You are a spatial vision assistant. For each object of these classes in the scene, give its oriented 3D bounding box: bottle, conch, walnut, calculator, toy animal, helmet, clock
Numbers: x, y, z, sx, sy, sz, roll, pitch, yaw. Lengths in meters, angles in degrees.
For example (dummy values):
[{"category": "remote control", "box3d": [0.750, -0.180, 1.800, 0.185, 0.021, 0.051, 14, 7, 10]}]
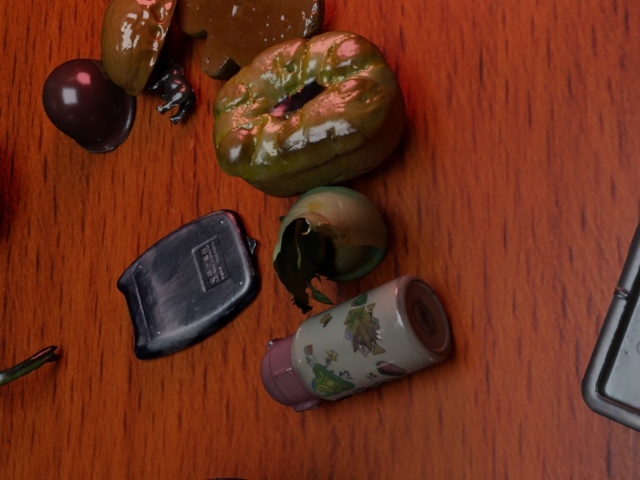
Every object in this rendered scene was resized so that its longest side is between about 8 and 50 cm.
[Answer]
[{"category": "bottle", "box3d": [0.035, 0.141, 1.475, 0.253, 0.120, 0.120, -27, 64, 31]}, {"category": "conch", "box3d": [0.001, 0.017, 1.458, 0.143, 0.250, 0.137, -36, 97, 23]}, {"category": "walnut", "box3d": [-0.298, -0.339, 1.819, 0.167, 0.087, 0.211, -11, 63, 57]}, {"category": "calculator", "box3d": [-0.196, 0.063, 1.719, 0.268, 0.040, 0.177, -31, 65, 22]}, {"category": "toy animal", "box3d": [-0.239, -0.250, 1.816, 0.065, 0.047, 0.135, -42, 52, 15]}, {"category": "helmet", "box3d": [-0.394, -0.227, 1.890, 0.155, 0.106, 0.175, -44, 61, 21]}, {"category": "clock", "box3d": [0.438, 0.098, 1.226, 0.279, 0.049, 0.273, 22, 94, 38]}]

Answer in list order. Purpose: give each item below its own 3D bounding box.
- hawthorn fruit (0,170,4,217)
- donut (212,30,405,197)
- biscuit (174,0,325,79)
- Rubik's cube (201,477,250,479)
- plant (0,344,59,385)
[{"category": "hawthorn fruit", "box3d": [-0.641, -0.075, 1.986, 0.205, 0.205, 0.253, -38, 66, 24]}, {"category": "donut", "box3d": [-0.014, -0.170, 1.550, 0.261, 0.128, 0.208, -10, 58, 22]}, {"category": "biscuit", "box3d": [-0.112, -0.328, 1.737, 0.301, 0.049, 0.196, 29, 98, 37]}, {"category": "Rubik's cube", "box3d": [-0.125, 0.425, 1.454, 0.238, 0.237, 0.237, -10, 72, 36]}, {"category": "plant", "box3d": [-0.633, 0.207, 1.873, 0.333, 0.251, 0.180, -19, 106, 39]}]
